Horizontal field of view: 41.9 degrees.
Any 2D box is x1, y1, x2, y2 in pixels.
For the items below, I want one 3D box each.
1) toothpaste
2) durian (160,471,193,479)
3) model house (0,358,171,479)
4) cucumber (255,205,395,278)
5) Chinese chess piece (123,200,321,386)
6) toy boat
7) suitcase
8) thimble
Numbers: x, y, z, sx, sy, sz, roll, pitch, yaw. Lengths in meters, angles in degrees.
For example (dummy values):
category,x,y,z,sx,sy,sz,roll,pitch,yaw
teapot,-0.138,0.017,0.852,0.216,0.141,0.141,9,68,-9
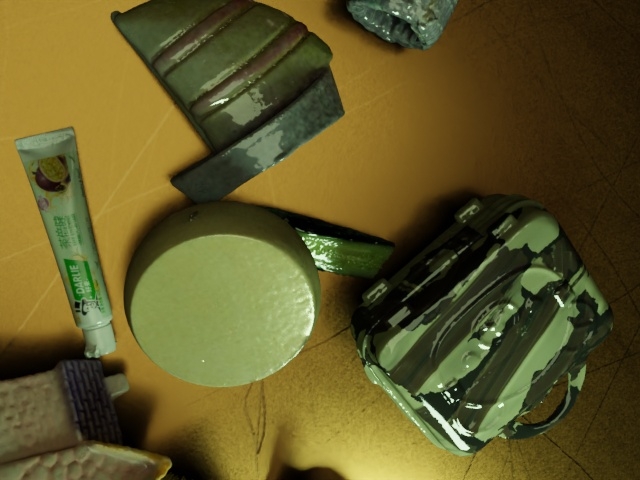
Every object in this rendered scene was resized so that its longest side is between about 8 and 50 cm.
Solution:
category,x,y,z,sx,sy,sz,roll,pitch,yaw
toothpaste,-0.338,0.006,1.152,0.058,0.056,0.314,-24,103,-51
durian,-0.245,0.410,1.220,0.224,0.078,0.140,-38,136,16
model house,-0.354,0.297,1.127,0.238,0.202,0.236,-9,67,-33
cucumber,-0.001,-0.001,1.231,0.212,0.062,0.078,10,127,-21
Chinese chess piece,-0.132,0.074,1.144,0.274,0.102,0.273,-3,119,-6
toy boat,-0.107,-0.215,1.146,0.276,0.111,0.293,-19,98,-10
suitcase,0.249,0.142,1.244,0.351,0.194,0.339,-41,111,-4
thimble,0.115,-0.337,1.162,0.150,0.150,0.097,25,89,-16
